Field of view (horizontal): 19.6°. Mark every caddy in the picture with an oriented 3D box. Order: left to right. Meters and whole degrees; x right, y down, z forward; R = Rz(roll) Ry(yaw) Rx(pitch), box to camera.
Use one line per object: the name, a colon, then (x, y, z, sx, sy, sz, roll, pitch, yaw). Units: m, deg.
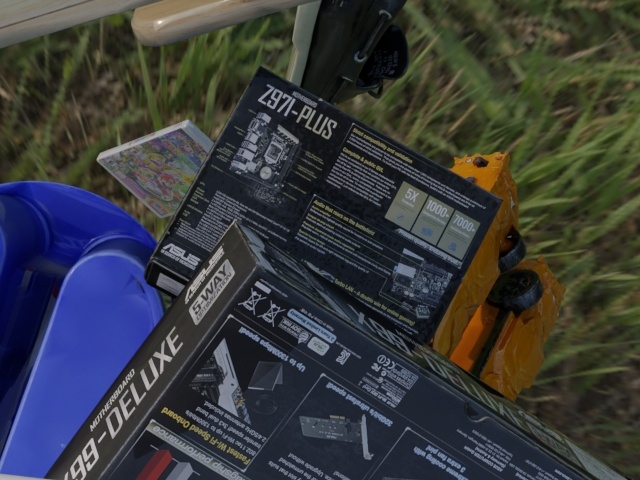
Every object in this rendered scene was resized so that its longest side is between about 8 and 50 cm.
caddy: (-0.227, 0.123, 1.316, 0.241, 0.179, 0.341, 20, 87, -1)

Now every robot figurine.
robot figurine: (0.086, 0.080, 1.342, 0.291, 0.085, 0.211, -55, 130, -41)

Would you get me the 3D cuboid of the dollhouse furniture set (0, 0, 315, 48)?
dollhouse furniture set: (-0.166, -0.266, 1.061, 0.256, 0.394, 0.362, -14, 121, 17)

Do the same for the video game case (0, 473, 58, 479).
video game case: (-0.063, 0.116, 0.743, 0.204, 0.285, 0.025, 2, 79, 29)

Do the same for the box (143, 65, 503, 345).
box: (0.000, 0.000, 1.185, 0.180, 0.077, 0.147, 28, 76, -2)

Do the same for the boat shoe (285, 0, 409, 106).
boat shoe: (0.031, -0.187, 1.751, 0.113, 0.340, 0.127, 11, 64, 0)

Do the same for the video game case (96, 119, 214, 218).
video game case: (-0.129, -0.062, 1.638, 0.087, 0.122, 0.011, 44, 50, -28)

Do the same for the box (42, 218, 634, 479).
box: (0.008, 0.172, 1.035, 0.307, 0.076, 0.242, 33, 100, -21)
